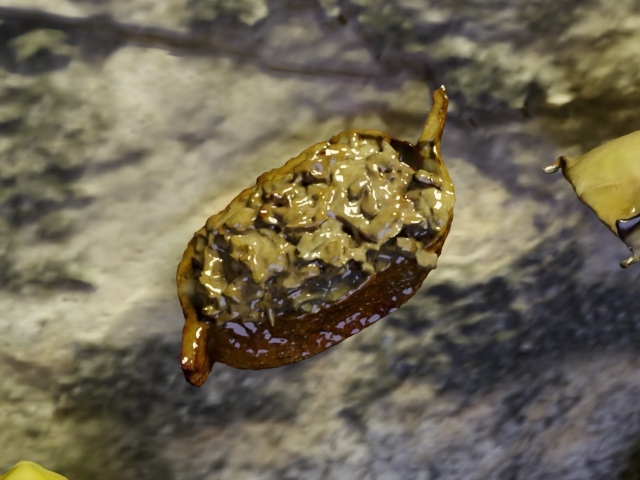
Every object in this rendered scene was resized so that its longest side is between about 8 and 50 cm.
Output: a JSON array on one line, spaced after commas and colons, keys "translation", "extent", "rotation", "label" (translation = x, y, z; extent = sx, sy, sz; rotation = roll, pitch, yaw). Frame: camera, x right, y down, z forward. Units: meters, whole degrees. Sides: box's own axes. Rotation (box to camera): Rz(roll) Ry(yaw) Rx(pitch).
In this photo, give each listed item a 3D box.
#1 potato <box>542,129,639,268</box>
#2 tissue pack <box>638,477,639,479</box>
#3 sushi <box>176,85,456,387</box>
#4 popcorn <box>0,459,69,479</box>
[{"translation": [0.193, -0.008, 0.722], "extent": [0.138, 0.098, 0.243], "rotation": [-42, 131, 9], "label": "potato"}, {"translation": [0.177, 0.169, 0.866], "extent": [0.127, 0.123, 0.178], "rotation": [15, 122, -39], "label": "tissue pack"}, {"translation": [0.000, 0.000, 0.660], "extent": [0.120, 0.052, 0.055], "rotation": [-28, 154, 3], "label": "sushi"}, {"translation": [-0.110, 0.178, 0.679], "extent": [0.189, 0.169, 0.218], "rotation": [-23, 106, -14], "label": "popcorn"}]
